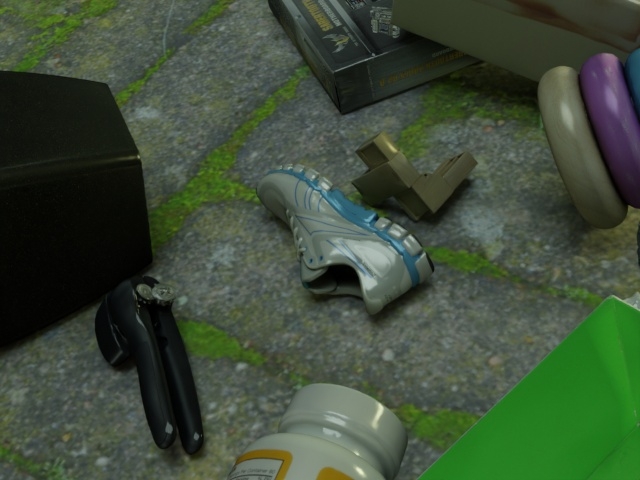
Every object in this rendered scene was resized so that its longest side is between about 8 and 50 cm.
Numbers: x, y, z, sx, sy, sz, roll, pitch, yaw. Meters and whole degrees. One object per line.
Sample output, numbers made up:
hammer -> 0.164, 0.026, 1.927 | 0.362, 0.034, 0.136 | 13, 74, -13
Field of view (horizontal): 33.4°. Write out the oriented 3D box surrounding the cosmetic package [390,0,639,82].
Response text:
cosmetic package -> 0.232, -0.237, 0.992 | 0.296, 0.129, 0.153 | 24, 55, 14

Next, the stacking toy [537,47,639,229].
stacking toy -> 0.345, -0.124, 0.823 | 0.330, 0.141, 0.141 | -20, 41, 23

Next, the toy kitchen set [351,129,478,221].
toy kitchen set -> 0.077, -0.069, 0.962 | 0.075, 0.083, 0.068 | -46, 11, -29

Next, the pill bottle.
pill bottle -> -0.018, 0.198, 0.679 | 0.118, 0.117, 0.208 | 9, 49, 22

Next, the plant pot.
plant pot -> -0.248, -0.043, 0.947 | 0.167, 0.187, 0.188 | -14, 42, -16

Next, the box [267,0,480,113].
box -> 0.060, -0.248, 1.149 | 0.183, 0.056, 0.231 | -23, 45, -8

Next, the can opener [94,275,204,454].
can opener -> -0.131, 0.098, 0.864 | 0.059, 0.073, 0.186 | 7, 35, -36

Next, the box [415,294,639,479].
box -> 0.117, 0.203, 0.558 | 0.262, 0.231, 0.127 | -38, 48, -23

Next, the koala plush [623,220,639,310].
koala plush -> 0.267, 0.068, 0.701 | 0.203, 0.196, 0.221 | 15, 51, 42

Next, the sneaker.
sneaker -> 0.000, 0.000, 0.911 | 0.083, 0.071, 0.191 | -43, 50, -19
